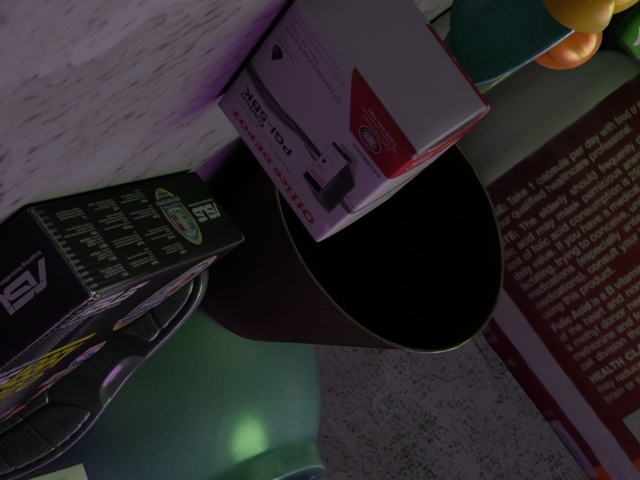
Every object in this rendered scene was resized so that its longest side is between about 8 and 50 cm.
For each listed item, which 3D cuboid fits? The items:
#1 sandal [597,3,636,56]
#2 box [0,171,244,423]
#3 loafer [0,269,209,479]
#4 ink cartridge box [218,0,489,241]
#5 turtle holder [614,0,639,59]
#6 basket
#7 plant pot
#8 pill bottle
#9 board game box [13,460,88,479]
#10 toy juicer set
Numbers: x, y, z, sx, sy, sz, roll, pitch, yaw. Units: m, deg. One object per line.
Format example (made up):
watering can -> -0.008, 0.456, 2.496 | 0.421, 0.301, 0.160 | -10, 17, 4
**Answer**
sandal -> 0.260, -0.205, 1.714 | 0.167, 0.107, 0.446 | -33, -166, 48
box -> -0.178, 0.053, 0.920 | 0.216, 0.060, 0.270 | -36, 177, 14
loafer -> -0.184, 0.089, 1.165 | 0.267, 0.096, 0.084 | -39, -177, 10
ink cartridge box -> 0.013, -0.069, 0.803 | 0.056, 0.099, 0.135 | -34, 176, -27
turtle holder -> 0.336, -0.230, 1.173 | 0.227, 0.243, 0.320 | -51, 136, 3
basket -> 0.000, 0.000, 1.159 | 0.154, 0.204, 0.227 | -42, -169, -26
plant pot -> -0.115, 0.159, 1.344 | 0.293, 0.196, 0.293 | -28, 164, -9
pill bottle -> 0.208, -0.005, 1.221 | 0.224, 0.392, 0.224 | -36, 178, -2
board game box -> -0.337, 0.256, 1.264 | 0.193, 0.053, 0.305 | -12, 169, -40
toy juicer set -> 0.130, -0.129, 0.893 | 0.329, 0.089, 0.209 | -35, -165, 14
